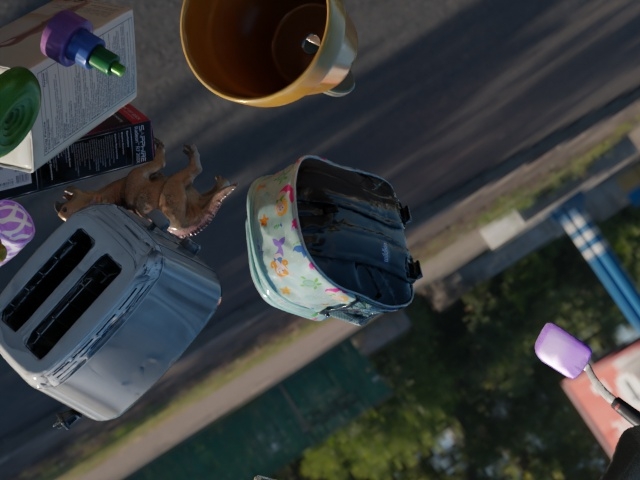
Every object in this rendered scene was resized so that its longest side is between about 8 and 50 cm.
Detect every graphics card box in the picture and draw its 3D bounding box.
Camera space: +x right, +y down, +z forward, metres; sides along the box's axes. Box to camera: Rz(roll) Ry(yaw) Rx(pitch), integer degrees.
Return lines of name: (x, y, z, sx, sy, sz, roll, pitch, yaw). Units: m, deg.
graphics card box: (-0.506, -0.175, 2.123, 0.371, 0.233, 0.094, -19, 126, -28)

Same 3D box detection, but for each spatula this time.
spatula: (0.487, 0.256, 2.062, 0.030, 0.296, 0.084, -19, 143, -42)

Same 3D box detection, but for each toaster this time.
toaster: (-0.210, 0.070, 1.136, 0.227, 0.129, 0.146, -47, 152, -2)

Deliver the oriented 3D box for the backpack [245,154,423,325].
backpack: (0.000, 0.000, 1.737, 0.191, 0.225, 0.253, -20, 157, 30)

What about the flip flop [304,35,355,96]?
flip flop: (-0.002, -0.400, 2.248, 0.112, 0.277, 0.080, -26, -167, -41)

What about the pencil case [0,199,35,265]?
pencil case: (-0.537, 0.016, 1.896, 0.206, 0.086, 0.088, -37, 167, 30)

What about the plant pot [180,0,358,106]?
plant pot: (-0.045, -0.264, 1.544, 0.205, 0.205, 0.188, -36, 165, 18)

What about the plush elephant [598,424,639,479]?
plush elephant: (0.420, 0.452, 1.484, 0.330, 0.255, 0.272, -49, -155, 2)

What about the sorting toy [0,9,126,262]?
sorting toy: (-0.360, -0.109, 1.469, 0.365, 0.126, 0.127, -56, 169, -15)

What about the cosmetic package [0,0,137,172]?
cosmetic package: (-0.386, -0.229, 1.710, 0.296, 0.129, 0.153, -51, 149, -57)

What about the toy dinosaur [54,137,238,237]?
toy dinosaur: (-0.271, -0.054, 2.021, 0.200, 0.295, 0.127, -67, 154, -26)

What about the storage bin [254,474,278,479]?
storage bin: (-0.015, 0.494, 1.681, 0.260, 0.262, 0.123, 19, 152, -21)
